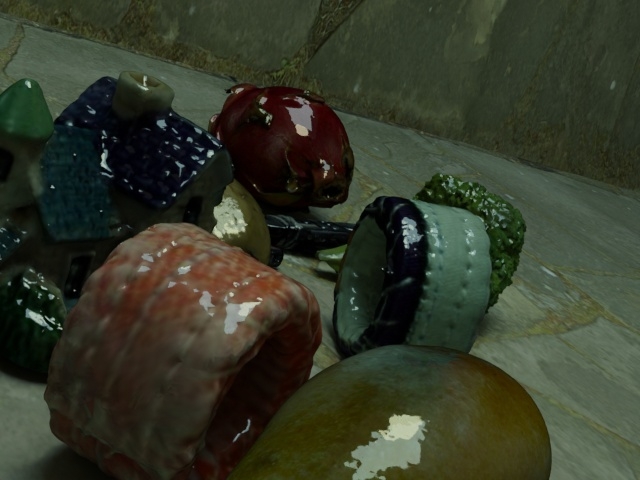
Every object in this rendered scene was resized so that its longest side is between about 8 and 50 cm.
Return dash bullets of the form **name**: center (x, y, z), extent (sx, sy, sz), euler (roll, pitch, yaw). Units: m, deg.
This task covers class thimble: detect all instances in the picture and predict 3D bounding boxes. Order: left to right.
- **thimble**: center (-0.112, 0.108, 0.981), extent (0.162, 0.239, 0.239), euler (28, 17, 18)
- **thimble**: center (0.113, 0.065, 1.451), extent (0.150, 0.237, 0.237), euler (11, 16, -16)

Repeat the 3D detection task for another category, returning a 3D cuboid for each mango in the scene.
- **mango**: center (0.048, 0.199, 0.942), extent (0.221, 0.199, 0.384), euler (25, 29, 38)

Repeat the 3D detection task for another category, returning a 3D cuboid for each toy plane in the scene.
- **toy plane**: center (-0.109, 0.015, 1.688), extent (0.145, 0.037, 0.060), euler (13, 12, -28)

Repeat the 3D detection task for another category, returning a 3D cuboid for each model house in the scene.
- **model house**: center (-0.251, -0.040, 1.218), extent (0.243, 0.284, 0.298), euler (26, 15, 24)

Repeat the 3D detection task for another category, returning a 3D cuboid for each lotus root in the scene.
- **lotus root**: center (-0.147, -0.019, 1.563), extent (0.154, 0.140, 0.257), euler (0, 30, -34)

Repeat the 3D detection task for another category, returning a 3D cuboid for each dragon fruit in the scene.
- **dragon fruit**: center (-0.069, -0.167, 2.032), extent (0.250, 0.250, 0.315), euler (14, 19, -21)

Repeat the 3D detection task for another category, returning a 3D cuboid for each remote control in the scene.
- **remote control**: center (0.000, 0.000, 1.851), extent (0.266, 0.066, 0.090), euler (6, 5, -28)

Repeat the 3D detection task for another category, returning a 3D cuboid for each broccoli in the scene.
- **broccoli**: center (0.187, 0.042, 1.794), extent (0.302, 0.186, 0.254), euler (-40, 53, -22)
